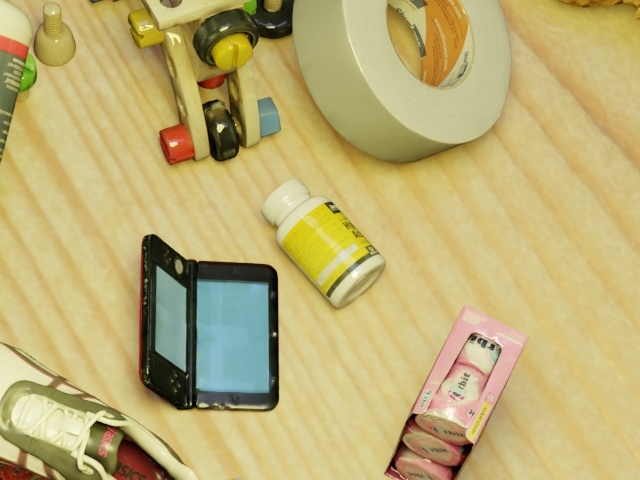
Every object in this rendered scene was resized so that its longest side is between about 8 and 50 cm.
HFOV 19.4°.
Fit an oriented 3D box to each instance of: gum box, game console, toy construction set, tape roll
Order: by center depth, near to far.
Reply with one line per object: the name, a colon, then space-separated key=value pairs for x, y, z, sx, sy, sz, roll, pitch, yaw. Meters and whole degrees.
gum box: x=0.114 y=0.141 z=1.597 sx=0.062 sy=0.188 sz=0.107 roll=26 pitch=66 yaw=6
game console: x=-0.099 y=0.072 z=1.667 sx=0.085 sy=0.124 sz=0.144 roll=-10 pitch=65 yaw=19
toy construction set: x=-0.161 y=-0.226 z=1.704 sx=0.309 sy=0.237 sz=0.257 roll=2 pitch=67 yaw=-4
tape roll: x=0.079 y=-0.185 z=1.737 sx=0.219 sy=0.072 sz=0.219 roll=14 pitch=69 yaw=-39

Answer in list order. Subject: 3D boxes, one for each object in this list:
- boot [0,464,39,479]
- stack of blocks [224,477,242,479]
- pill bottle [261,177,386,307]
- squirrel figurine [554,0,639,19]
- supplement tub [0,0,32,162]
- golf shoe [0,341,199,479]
boot: x=-0.289 y=0.185 z=1.614 sx=0.158 sy=0.059 sz=0.084 roll=-23 pitch=76 yaw=-16
stack of blocks: x=-0.044 y=0.359 z=1.499 sx=0.171 sy=0.087 sz=0.297 roll=-40 pitch=92 yaw=-19
pill bottle: x=0.000 y=0.000 z=1.715 sx=0.065 sy=0.065 sz=0.116 roll=-38 pitch=75 yaw=-19
squirrel figurine: x=0.341 y=-0.394 z=1.769 sx=0.370 sy=0.281 sz=0.397 roll=28 pitch=93 yaw=-27
supplement tub: x=-0.368 y=-0.091 z=1.614 sx=0.191 sy=0.191 sz=0.272 roll=14 pitch=89 yaw=1
golf shoe: x=-0.220 y=0.149 z=1.546 sx=0.273 sy=0.120 sz=0.105 roll=30 pitch=68 yaw=-25
